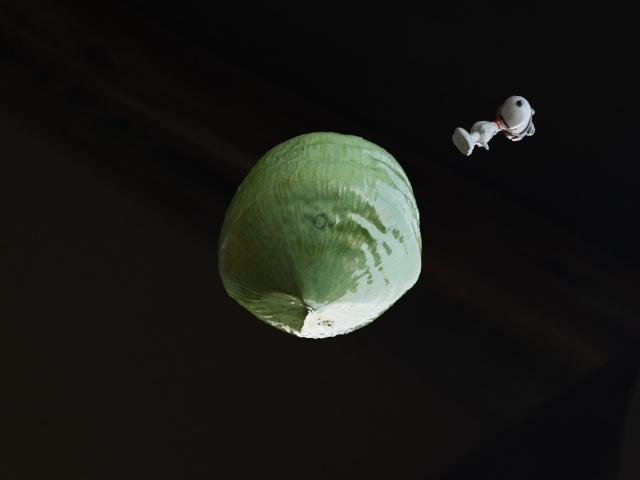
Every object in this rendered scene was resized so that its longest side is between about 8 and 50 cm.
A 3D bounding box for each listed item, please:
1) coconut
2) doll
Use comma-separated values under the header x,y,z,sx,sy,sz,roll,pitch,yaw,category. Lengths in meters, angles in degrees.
x,y,z,sx,sy,sz,roll,pitch,yaw,category
0.000,0.000,0.784,0.088,0.096,0.088,3,-52,4,coconut
0.170,-0.108,1.801,0.040,0.085,0.058,54,-3,18,doll
